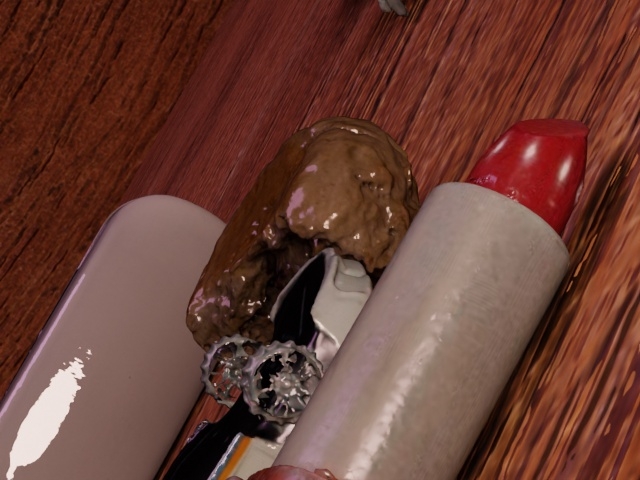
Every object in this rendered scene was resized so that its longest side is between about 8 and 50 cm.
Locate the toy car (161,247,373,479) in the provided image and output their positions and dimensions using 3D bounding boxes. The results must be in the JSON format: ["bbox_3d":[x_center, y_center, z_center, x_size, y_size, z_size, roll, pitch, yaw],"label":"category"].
[{"bbox_3d":[-0.037,0.096,0.587,0.205,0.056,0.095,-57,8,-9],"label":"toy car"}]

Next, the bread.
[{"bbox_3d":[0.000,0.000,0.685,0.113,0.060,0.082,-45,17,51],"label":"bread"}]

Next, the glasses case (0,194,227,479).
[{"bbox_3d":[-0.116,0.083,0.953,0.233,0.092,0.059,-64,12,-18],"label":"glasses case"}]

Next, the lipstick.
[{"bbox_3d":[0.021,0.037,0.466,0.186,0.057,0.063,-60,8,-21],"label":"lipstick"}]

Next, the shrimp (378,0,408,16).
[{"bbox_3d":[0.042,-0.247,0.992,0.410,0.166,0.221,128,143,-63],"label":"shrimp"}]
